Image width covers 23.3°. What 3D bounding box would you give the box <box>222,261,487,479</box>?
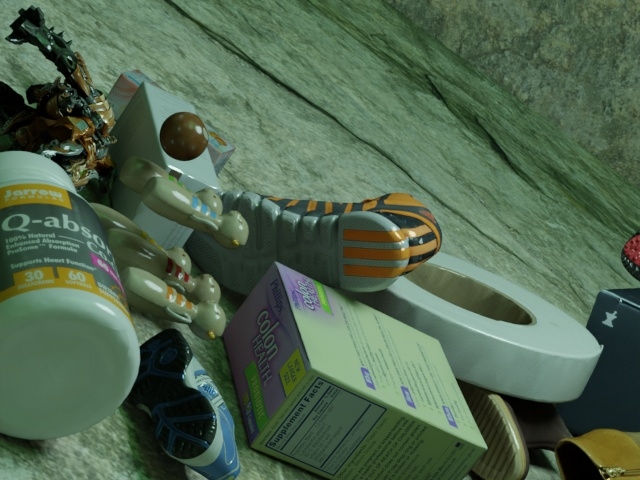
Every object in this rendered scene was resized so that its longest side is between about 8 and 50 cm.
[{"bbox_3d":[0.034,0.167,1.727,0.243,0.117,0.213,27,21,-26],"label":"box"}]

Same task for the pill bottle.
[{"bbox_3d":[-0.270,0.041,1.442,0.162,0.162,0.278,23,24,-32],"label":"pill bottle"}]

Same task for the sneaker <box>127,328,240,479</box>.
[{"bbox_3d":[-0.137,0.166,1.537,0.081,0.080,0.211,54,4,-36],"label":"sneaker"}]

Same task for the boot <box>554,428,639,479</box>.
[{"bbox_3d":[0.415,0.365,1.938,0.211,0.104,0.295,-2,52,-51],"label":"boot"}]

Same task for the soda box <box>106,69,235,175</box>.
[{"bbox_3d":[-0.210,-0.156,2.130,0.183,0.063,0.058,38,20,8],"label":"soda box"}]

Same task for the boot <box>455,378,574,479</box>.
[{"bbox_3d":[0.258,0.239,1.970,0.207,0.090,0.248,21,21,-31],"label":"boot"}]

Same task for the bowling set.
[{"bbox_3d":[-0.140,-0.022,1.684,0.154,0.200,0.287,29,9,-27],"label":"bowling set"}]

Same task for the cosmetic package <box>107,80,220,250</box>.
[{"bbox_3d":[-0.201,-0.090,1.919,0.085,0.117,0.231,24,24,-28],"label":"cosmetic package"}]

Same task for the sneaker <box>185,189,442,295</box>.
[{"bbox_3d":[0.000,0.000,1.891,0.321,0.124,0.180,10,13,29],"label":"sneaker"}]

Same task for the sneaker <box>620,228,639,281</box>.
[{"bbox_3d":[0.563,0.060,2.282,0.262,0.104,0.125,18,-21,41],"label":"sneaker"}]

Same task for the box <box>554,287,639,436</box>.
[{"bbox_3d":[0.568,0.216,2.249,0.293,0.212,0.395,26,12,31],"label":"box"}]

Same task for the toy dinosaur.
[{"bbox_3d":[-0.328,-0.156,1.883,0.218,0.164,0.322,45,-3,-20],"label":"toy dinosaur"}]

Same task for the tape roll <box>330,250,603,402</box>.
[{"bbox_3d":[0.181,0.096,2.055,0.392,0.072,0.392,22,12,-5],"label":"tape roll"}]
